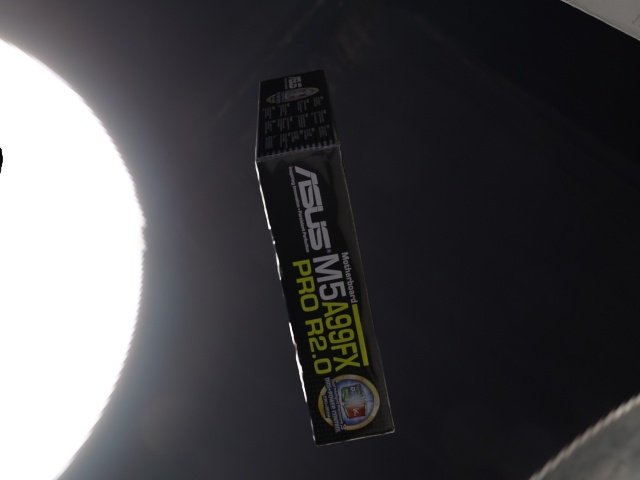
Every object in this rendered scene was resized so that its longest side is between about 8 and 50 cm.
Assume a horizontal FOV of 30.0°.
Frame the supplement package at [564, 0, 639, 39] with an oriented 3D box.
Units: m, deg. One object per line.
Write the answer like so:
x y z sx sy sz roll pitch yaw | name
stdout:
0.248 -0.279 0.936 0.194 0.203 0.149 -59 22 24 | supplement package

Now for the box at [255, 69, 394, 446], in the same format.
0.000 0.000 0.922 0.270 0.060 0.216 -97 -3 -72 | box

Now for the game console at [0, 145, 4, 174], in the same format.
-0.338 -0.061 0.521 0.250 0.293 0.173 -48 -20 -14 | game console
